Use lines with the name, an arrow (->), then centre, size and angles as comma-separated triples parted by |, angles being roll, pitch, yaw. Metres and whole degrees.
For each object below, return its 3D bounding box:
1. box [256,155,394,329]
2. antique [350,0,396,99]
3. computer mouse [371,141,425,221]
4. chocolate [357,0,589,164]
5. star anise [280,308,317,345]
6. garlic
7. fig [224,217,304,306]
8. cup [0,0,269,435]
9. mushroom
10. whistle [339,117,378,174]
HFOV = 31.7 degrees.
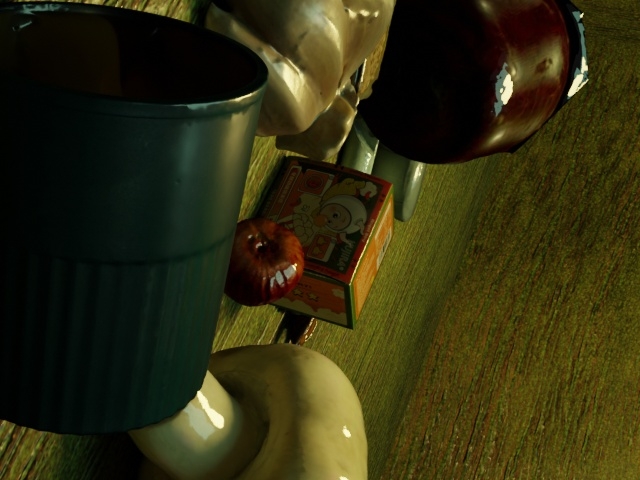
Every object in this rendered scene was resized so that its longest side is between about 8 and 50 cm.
box -> 0.000, 0.000, 1.714 | 0.148, 0.177, 0.195 | 84, 27, -57
antique -> 0.031, -0.327, 1.578 | 0.150, 0.125, 0.284 | -26, 129, -68
computer mouse -> 0.160, -0.151, 2.247 | 0.371, 0.122, 0.188 | -42, 149, -75
chocolate -> 0.232, -0.286, 1.897 | 0.331, 0.383, 0.384 | -47, 150, -61
star anise -> -0.028, 0.118, 1.978 | 0.157, 0.053, 0.212 | -47, 151, -60
garlic -> -0.015, -0.263, 1.396 | 0.279, 0.132, 0.325 | -54, 151, -25
fig -> -0.098, 0.038, 1.542 | 0.150, 0.128, 0.128 | -36, -178, 26
cup -> -0.194, -0.009, 0.889 | 0.308, 0.242, 0.292 | -51, 155, -61
mushroom -> -0.085, 0.282, 1.420 | 0.353, 0.325, 0.353 | -54, 159, -32
whistle -> 0.047, -0.066, 2.044 | 0.062, 0.062, 0.312 | -18, 123, -72
